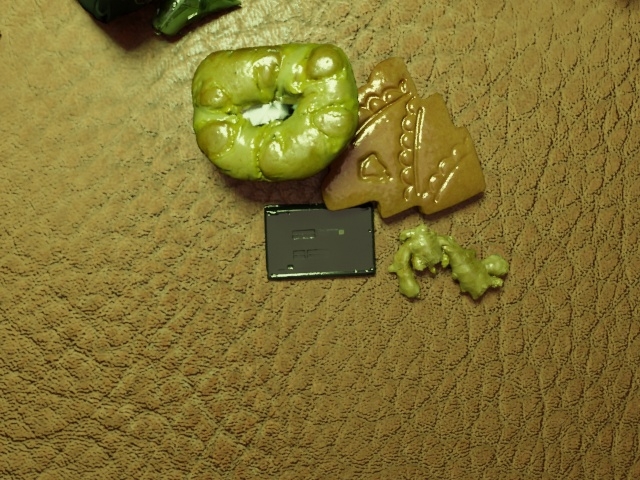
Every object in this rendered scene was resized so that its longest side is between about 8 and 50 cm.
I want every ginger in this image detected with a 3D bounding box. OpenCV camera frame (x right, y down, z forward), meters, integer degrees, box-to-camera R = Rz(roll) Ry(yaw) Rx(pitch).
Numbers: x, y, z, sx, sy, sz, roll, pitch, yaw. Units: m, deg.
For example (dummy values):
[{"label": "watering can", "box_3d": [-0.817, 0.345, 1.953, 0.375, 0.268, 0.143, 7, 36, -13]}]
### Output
[{"label": "ginger", "box_3d": [0.224, 0.040, 0.891, 0.193, 0.052, 0.176, -32, 104, 0]}]

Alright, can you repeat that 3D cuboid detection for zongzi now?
[{"label": "zongzi", "box_3d": [-0.203, -0.365, 0.811, 0.119, 0.055, 0.109, 22, 97, -18]}]

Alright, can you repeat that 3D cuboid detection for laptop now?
[{"label": "laptop", "box_3d": [0.000, 0.000, 0.885, 0.197, 0.016, 0.135, -3, 95, -5]}]

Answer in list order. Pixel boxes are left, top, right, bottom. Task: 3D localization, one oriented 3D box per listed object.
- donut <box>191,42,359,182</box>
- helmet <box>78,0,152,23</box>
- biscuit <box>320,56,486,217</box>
[{"label": "donut", "box_3d": [-0.068, -0.193, 0.782, 0.262, 0.128, 0.208, 1, 94, 8]}, {"label": "helmet", "box_3d": [-0.305, -0.461, 0.718, 0.161, 0.230, 0.278, -25, 75, -23]}, {"label": "biscuit", "box_3d": [0.148, -0.151, 0.859, 0.307, 0.043, 0.283, 22, 91, -5]}]
